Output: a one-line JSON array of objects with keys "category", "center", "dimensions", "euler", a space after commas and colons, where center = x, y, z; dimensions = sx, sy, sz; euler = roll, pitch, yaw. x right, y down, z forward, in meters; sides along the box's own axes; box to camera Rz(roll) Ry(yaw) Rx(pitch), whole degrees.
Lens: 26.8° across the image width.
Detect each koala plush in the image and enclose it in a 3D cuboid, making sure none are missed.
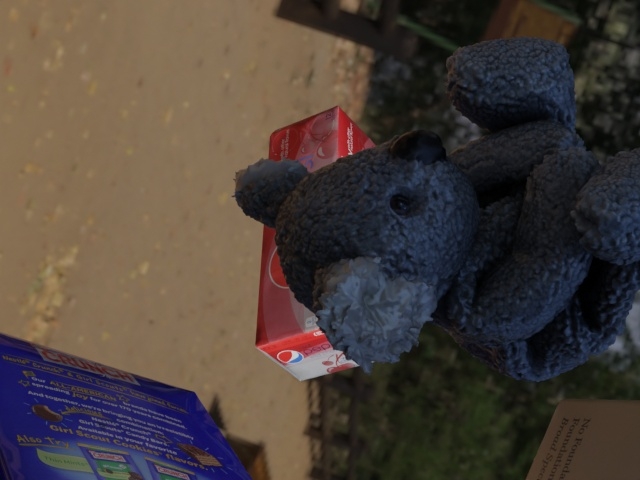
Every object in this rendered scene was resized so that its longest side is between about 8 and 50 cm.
[{"category": "koala plush", "center": [0.069, 0.001, 0.824], "dimensions": [0.196, 0.221, 0.203], "euler": [55, -40, 42]}]

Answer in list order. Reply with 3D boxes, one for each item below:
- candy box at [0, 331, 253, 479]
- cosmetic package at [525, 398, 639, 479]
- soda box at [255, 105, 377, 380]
[{"category": "candy box", "center": [-0.194, 0.217, 1.173], "dimensions": [0.122, 0.268, 0.317], "euler": [-62, -150, 12]}, {"category": "cosmetic package", "center": [0.210, 0.164, 0.599], "dimensions": [0.309, 0.113, 0.160], "euler": [-14, -133, 62]}, {"category": "soda box", "center": [0.000, 0.000, 1.336], "dimensions": [0.083, 0.092, 0.263], "euler": [41, 40, -44]}]
